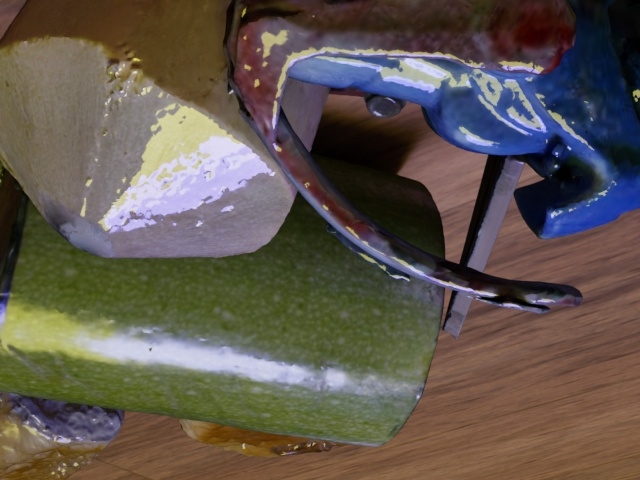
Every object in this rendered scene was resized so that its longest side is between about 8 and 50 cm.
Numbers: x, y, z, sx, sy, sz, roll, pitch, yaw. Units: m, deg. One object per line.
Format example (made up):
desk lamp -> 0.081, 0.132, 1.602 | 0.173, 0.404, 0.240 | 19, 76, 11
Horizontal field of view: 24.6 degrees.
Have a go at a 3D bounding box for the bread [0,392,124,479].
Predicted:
bread -> -0.325, 0.157, 1.589 | 0.176, 0.195, 0.246 | 11, 148, -34

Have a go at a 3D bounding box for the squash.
squash -> -0.108, 0.033, 1.301 | 0.384, 0.263, 0.263 | 11, 149, -18

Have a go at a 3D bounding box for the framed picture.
framed picture -> 0.147, -0.073, 1.169 | 0.020, 0.211, 0.289 | 16, 151, 3

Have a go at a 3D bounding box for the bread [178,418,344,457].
bread -> -0.042, 0.163, 1.674 | 0.244, 0.134, 0.244 | 0, 154, 0

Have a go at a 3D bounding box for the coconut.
coconut -> -0.118, -0.099, 1.042 | 0.239, 0.244, 0.239 | 14, 149, 9

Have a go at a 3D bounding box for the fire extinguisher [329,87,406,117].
fire extinguisher -> 0.064, -0.192, 1.065 | 0.147, 0.106, 0.337 | 21, 147, -6

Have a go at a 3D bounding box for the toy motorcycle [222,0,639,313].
toy motorcycle -> 0.095, -0.097, 0.924 | 0.319, 0.182, 0.241 | 19, 121, -7
